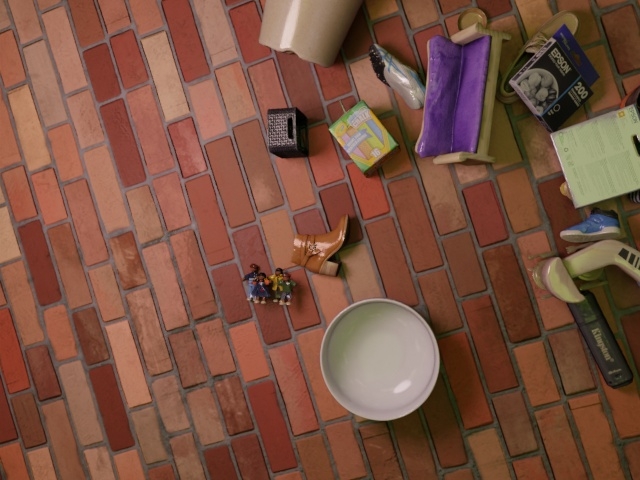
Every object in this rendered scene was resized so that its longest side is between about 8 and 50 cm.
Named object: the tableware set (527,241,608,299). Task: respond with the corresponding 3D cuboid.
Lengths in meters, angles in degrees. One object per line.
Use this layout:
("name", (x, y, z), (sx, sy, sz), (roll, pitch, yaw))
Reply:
("tableware set", (0.686, 0.086, 1.675), (0.194, 0.039, 0.128), (-14, 77, 4))

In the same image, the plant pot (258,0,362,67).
("plant pot", (-0.026, -0.658, 1.666), (0.333, 0.334, 0.306), (22, 105, 9))

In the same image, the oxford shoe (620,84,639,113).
("oxford shoe", (0.925, -0.433, 1.592), (0.097, 0.098, 0.271), (42, 97, 7))

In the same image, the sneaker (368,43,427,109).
("sneaker", (0.229, -0.477, 1.731), (0.086, 0.085, 0.237), (-38, 81, -17))

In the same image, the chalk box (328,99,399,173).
("chalk box", (0.112, -0.306, 1.721), (0.132, 0.132, 0.213), (-39, 83, 8))

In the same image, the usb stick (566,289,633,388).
("usb stick", (0.770, 0.271, 1.658), (0.077, 0.045, 0.278), (-26, 87, 9))

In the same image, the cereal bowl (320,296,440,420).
("cereal bowl", (0.171, 0.327, 1.716), (0.338, 0.141, 0.339), (0, 90, 9))

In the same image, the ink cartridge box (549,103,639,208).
("ink cartridge box", (0.762, -0.222, 1.614), (0.223, 0.045, 0.224), (-18, 83, 22))

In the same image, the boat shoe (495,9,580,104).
("boat shoe", (0.599, -0.506, 1.648), (0.109, 0.098, 0.302), (44, 98, 7))

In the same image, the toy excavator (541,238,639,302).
("toy excavator", (0.869, 0.066, 1.553), (0.445, 0.222, 0.433), (37, 95, 10))

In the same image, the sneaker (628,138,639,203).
("sneaker", (0.904, -0.207, 1.622), (0.098, 0.083, 0.224), (8, 99, -9))

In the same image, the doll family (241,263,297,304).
("doll family", (-0.156, 0.129, 1.805), (0.192, 0.076, 0.112), (1, 96, 13))

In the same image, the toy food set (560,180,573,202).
("toy food set", (0.718, -0.146, 1.673), (0.082, 0.020, 0.083), (41, 97, 7))

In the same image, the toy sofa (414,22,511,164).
("toy sofa", (0.384, -0.387, 1.633), (0.177, 0.150, 0.363), (6, 92, -19))

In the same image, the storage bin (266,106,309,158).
("storage bin", (-0.091, -0.307, 1.731), (0.084, 0.180, 0.122), (-2, 90, 9))

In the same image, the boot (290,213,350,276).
("boot", (0.000, 0.000, 1.778), (0.152, 0.073, 0.197), (17, 91, 13))

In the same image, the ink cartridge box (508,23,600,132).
("ink cartridge box", (0.642, -0.432, 1.619), (0.206, 0.045, 0.208), (39, 97, -27))

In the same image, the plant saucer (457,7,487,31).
("plant saucer", (0.432, -0.620, 1.718), (0.083, 0.015, 0.084), (0, 91, 9))

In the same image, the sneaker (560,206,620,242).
("sneaker", (0.740, -0.046, 1.656), (0.152, 0.058, 0.085), (-8, 60, 33))
